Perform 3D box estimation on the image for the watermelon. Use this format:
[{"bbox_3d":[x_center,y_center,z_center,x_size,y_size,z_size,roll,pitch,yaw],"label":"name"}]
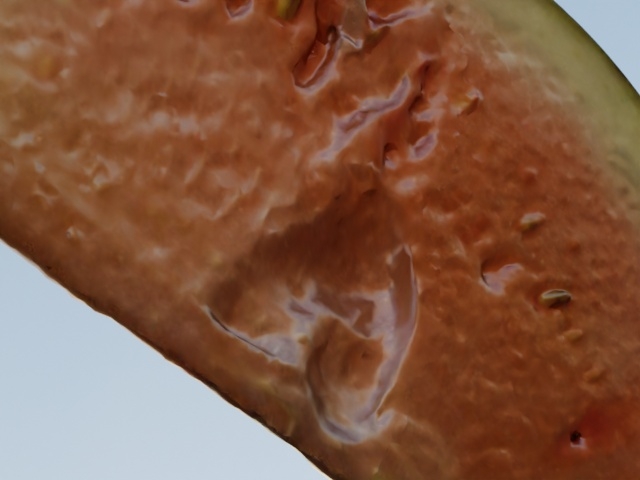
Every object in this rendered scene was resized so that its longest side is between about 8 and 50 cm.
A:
[{"bbox_3d":[-0.010,0.000,0.523,0.128,0.303,0.159,-27,30,54],"label":"watermelon"}]
